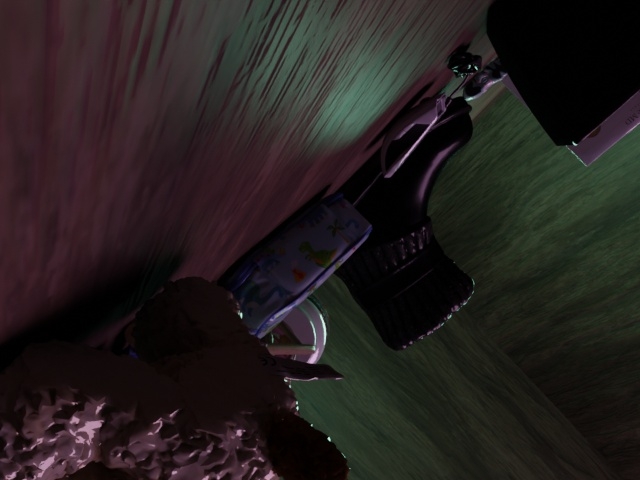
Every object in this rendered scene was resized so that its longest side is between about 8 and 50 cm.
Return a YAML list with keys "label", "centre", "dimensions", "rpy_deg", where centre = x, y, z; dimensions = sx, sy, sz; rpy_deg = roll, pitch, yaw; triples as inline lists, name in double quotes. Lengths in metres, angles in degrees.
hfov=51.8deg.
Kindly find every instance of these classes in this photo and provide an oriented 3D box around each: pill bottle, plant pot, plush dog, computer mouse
- label: "pill bottle"
  centre: [-0.086, 0.224, 1.611]
  dimensions: [0.210, 0.210, 0.363]
  rpy_deg: [-43, 177, 1]
- label: "plant pot"
  centre: [0.286, -0.228, 0.726]
  dimensions: [0.187, 0.167, 0.188]
  rpy_deg: [-44, 177, 15]
- label: "plush dog"
  centre: [-0.110, 0.180, 0.462]
  dimensions: [0.225, 0.210, 0.262]
  rpy_deg: [-64, 167, 21]
- label: "computer mouse"
  centre: [0.128, -0.159, 0.828]
  dimensions: [0.193, 0.042, 0.106]
  rpy_deg: [-51, 178, 27]

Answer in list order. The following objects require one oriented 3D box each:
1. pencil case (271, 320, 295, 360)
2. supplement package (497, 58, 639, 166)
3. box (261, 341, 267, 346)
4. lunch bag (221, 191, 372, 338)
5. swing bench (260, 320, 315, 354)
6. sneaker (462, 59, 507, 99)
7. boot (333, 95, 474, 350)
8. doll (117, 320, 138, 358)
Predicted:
- label: "pencil case"
  centre: [-0.185, 0.305, 1.363]
  dimensions: [0.160, 0.167, 0.386]
  rpy_deg: [-88, -156, -52]
- label: "supplement package"
  centre: [0.505, -0.321, 1.260]
  dimensions: [0.199, 0.263, 0.198]
  rpy_deg: [-46, 176, 35]
- label: "box"
  centre: [-0.146, 0.167, 0.819]
  dimensions: [0.203, 0.114, 0.103]
  rpy_deg: [129, -18, -71]
- label: "lunch bag"
  centre: [-0.042, 0.041, 0.892]
  dimensions: [0.219, 0.090, 0.176]
  rpy_deg: [-41, 175, -26]
- label: "swing bench"
  centre: [-0.176, 0.227, 1.083]
  dimensions: [0.253, 0.165, 0.254]
  rpy_deg: [-43, 173, 14]
- label: "sneaker"
  centre: [0.296, -0.289, 1.200]
  dimensions: [0.098, 0.038, 0.069]
  rpy_deg: [-34, 178, 1]
- label: "boot"
  centre: [0.163, -0.022, 1.027]
  dimensions: [0.348, 0.260, 0.131]
  rpy_deg: [-44, 176, 16]
- label: "doll"
  centre: [-0.199, 0.149, 0.649]
  dimensions: [0.189, 0.046, 0.129]
  rpy_deg: [-52, -169, 54]
